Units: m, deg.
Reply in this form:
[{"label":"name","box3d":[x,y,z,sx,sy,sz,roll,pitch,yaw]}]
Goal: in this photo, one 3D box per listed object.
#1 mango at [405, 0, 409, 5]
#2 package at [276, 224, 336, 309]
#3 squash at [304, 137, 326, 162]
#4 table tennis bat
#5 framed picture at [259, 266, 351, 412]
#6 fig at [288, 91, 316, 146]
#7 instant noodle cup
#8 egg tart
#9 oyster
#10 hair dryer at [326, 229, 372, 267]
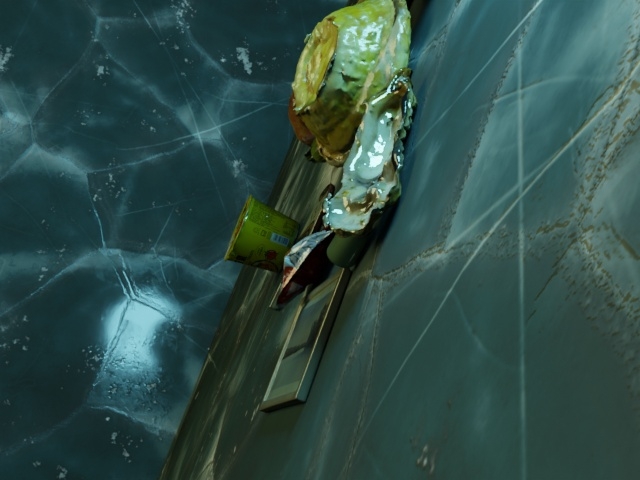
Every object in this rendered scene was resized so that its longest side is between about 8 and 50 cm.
[{"label":"mango","box3d":[0.153,-0.528,1.893,0.130,0.092,0.195,140,143,-68]},{"label":"package","box3d":[0.000,0.000,1.504,0.269,0.071,0.194,-53,12,5]},{"label":"squash","box3d":[0.047,-0.262,1.841,0.080,0.071,0.318,59,143,25]},{"label":"table tennis bat","box3d":[-0.039,0.013,1.856,0.301,0.022,0.173,-64,8,5]},{"label":"framed picture","box3d":[-0.029,0.166,1.360,0.289,0.016,0.213,136,156,-70]},{"label":"fig","box3d":[0.019,-0.308,2.052,0.159,0.159,0.257,-64,-11,18]},{"label":"instant noodle cup","box3d":[-0.143,-0.006,2.143,0.182,0.144,0.182,-157,90,-81]},{"label":"egg tart","box3d":[0.041,-0.316,1.593,0.345,0.132,0.345,-48,34,48]},{"label":"oyster","box3d":[0.093,-0.133,1.243,0.128,0.078,0.345,-28,32,43]},{"label":"hair dryer","box3d":[0.059,-0.025,1.282,0.071,0.047,0.150,-58,1,37]}]
